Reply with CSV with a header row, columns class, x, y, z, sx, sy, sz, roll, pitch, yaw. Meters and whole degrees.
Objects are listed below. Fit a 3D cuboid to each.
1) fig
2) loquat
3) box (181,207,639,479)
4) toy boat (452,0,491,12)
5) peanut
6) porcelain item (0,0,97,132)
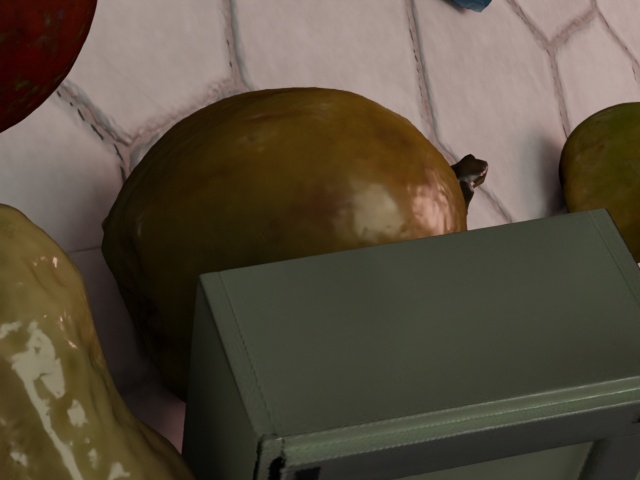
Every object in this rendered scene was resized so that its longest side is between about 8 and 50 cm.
class,x,y,z,sx,sy,sz,roll,pitch,yaw
fig,0.284,-0.053,1.500,0.136,0.120,0.153,-30,121,-61
loquat,0.000,0.000,0.961,0.246,0.213,0.213,-21,90,-22
box,0.049,0.114,0.858,0.224,0.225,0.117,-9,51,-16
toy boat,0.119,-0.279,1.455,0.105,0.034,0.149,-8,80,-58
peanut,-0.134,0.130,0.799,0.147,0.147,0.319,-12,80,-56
porcelain item,-0.194,-0.171,0.786,0.253,0.253,0.253,30,50,-43
